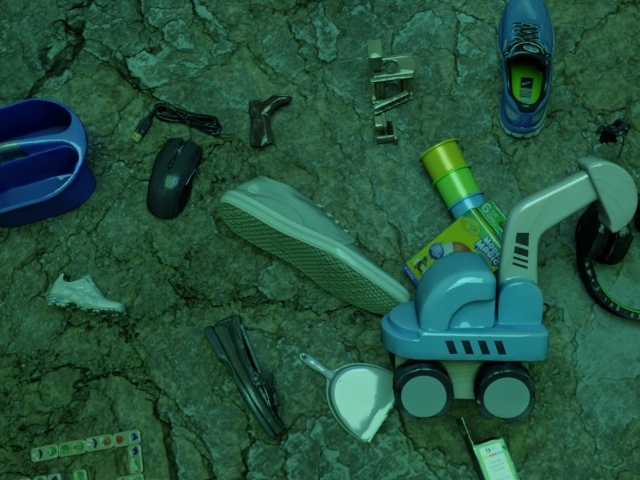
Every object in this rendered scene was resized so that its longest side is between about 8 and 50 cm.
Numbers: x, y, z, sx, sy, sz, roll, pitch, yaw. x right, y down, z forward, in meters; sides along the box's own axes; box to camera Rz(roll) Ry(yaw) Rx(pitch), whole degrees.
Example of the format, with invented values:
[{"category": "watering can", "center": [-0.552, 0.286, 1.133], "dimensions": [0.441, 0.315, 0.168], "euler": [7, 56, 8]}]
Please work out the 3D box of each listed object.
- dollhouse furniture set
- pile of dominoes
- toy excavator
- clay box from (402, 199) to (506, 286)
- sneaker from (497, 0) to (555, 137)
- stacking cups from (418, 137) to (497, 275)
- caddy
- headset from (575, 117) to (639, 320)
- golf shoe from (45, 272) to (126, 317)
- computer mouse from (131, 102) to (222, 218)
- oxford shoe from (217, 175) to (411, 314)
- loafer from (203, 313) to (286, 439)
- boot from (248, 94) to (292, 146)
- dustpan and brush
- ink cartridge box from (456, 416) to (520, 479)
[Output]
[{"category": "dollhouse furniture set", "center": [0.159, -0.309, 1.580], "dimensions": [0.101, 0.182, 0.160], "euler": [-6, 75, 4]}, {"category": "pile of dominoes", "center": [-0.478, 0.497, 1.509], "dimensions": [0.251, 0.040, 0.195], "euler": [-11, 74, 3]}, {"category": "toy excavator", "center": [0.325, 0.078, 1.347], "dimensions": [0.433, 0.222, 0.444], "euler": [-1, 106, 4]}, {"category": "clay box", "center": [0.284, 0.033, 1.494], "dimensions": [0.222, 0.053, 0.127], "euler": [-44, 73, 27]}, {"category": "sneaker", "center": [0.444, -0.392, 1.592], "dimensions": [0.130, 0.147, 0.329], "euler": [1, 75, 6]}, {"category": "stacking cups", "center": [0.316, -0.054, 1.556], "dimensions": [0.096, 0.096, 0.316], "euler": [-26, 79, -1]}, {"category": "caddy", "center": [-0.657, -0.168, 1.630], "dimensions": [0.342, 0.179, 0.241], "euler": [-16, 74, 2]}, {"category": "headset", "center": [0.616, -0.037, 1.462], "dimensions": [0.244, 0.185, 0.393], "euler": [-15, 86, 1]}, {"category": "golf shoe", "center": [-0.492, 0.114, 1.599], "dimensions": [0.176, 0.069, 0.085], "euler": [11, 71, 7]}, {"category": "computer mouse", "center": [-0.350, -0.190, 1.664], "dimensions": [0.184, 0.060, 0.261], "euler": [21, 78, 10]}, {"category": "oxford shoe", "center": [0.000, 0.000, 1.539], "dimensions": [0.450, 0.169, 0.130], "euler": [32, 59, 13]}, {"category": "loafer", "center": [-0.136, 0.267, 1.510], "dimensions": [0.084, 0.096, 0.267], "euler": [-33, 73, -9]}, {"category": "boot", "center": [-0.109, -0.262, 1.670], "dimensions": [0.107, 0.037, 0.114], "euler": [-10, 71, 17]}, {"category": "dustpan and brush", "center": [0.045, 0.286, 1.509], "dimensions": [0.211, 0.060, 0.147], "euler": [34, 80, 6]}, {"category": "ink cartridge box", "center": [0.325, 0.425, 1.411], "dimensions": [0.062, 0.109, 0.209], "euler": [-20, 74, 0]}]
